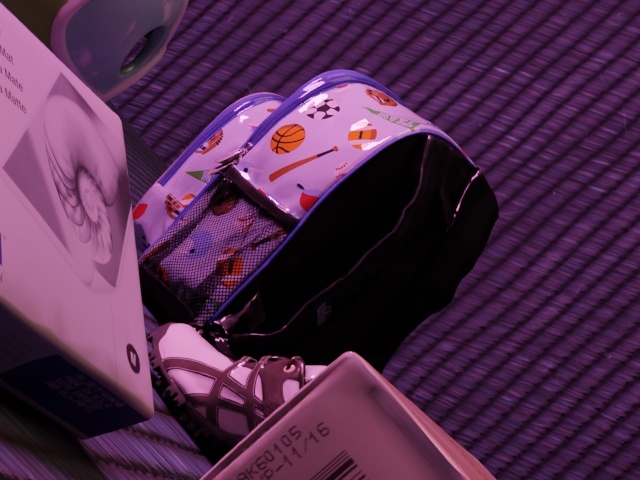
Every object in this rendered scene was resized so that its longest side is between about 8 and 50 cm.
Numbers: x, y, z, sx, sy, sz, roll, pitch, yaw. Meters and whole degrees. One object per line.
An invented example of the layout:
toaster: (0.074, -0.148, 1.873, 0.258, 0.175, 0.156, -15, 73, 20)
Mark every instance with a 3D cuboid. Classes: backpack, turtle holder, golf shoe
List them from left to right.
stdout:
turtle holder: (-0.215, -0.257, 1.605, 0.320, 0.243, 0.227, -67, 147, -49)
golf shoe: (-0.032, 0.101, 1.141, 0.198, 0.094, 0.077, 47, 1, 41)
backpack: (0.000, 0.000, 1.508, 0.213, 0.263, 0.276, 49, 2, 31)

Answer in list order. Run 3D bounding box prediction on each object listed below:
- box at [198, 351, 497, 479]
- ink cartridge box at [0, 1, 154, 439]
box: (0.050, 0.174, 0.962, 0.148, 0.121, 0.311, 48, 1, 20)
ink cartridge box: (-0.145, -0.052, 0.796, 0.223, 0.045, 0.224, 47, 28, -59)
